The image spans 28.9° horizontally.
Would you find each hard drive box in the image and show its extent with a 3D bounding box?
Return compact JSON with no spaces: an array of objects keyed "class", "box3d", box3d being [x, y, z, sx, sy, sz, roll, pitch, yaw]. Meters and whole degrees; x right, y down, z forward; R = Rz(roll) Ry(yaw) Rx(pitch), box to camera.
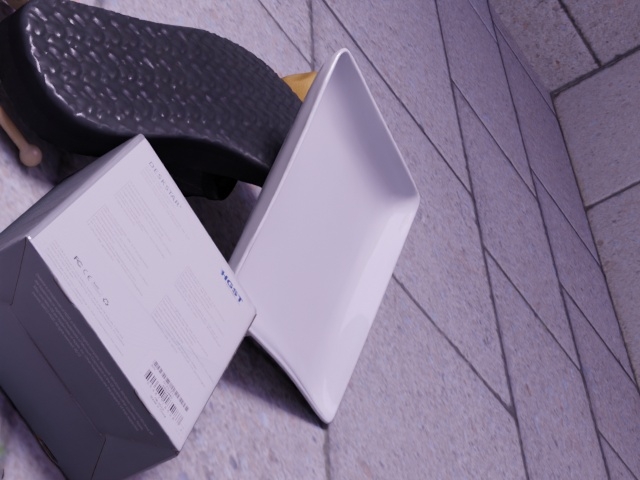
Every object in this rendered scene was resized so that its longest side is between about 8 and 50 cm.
[{"class":"hard drive box","box3d":[-0.152,0.046,0.921,0.181,0.089,0.232,58,21,-12]}]

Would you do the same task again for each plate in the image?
[{"class":"plate","box3d":[0.000,0.000,1.199,0.277,0.045,0.278,-66,150,-22]}]

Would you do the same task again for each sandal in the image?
[{"class":"sandal","box3d":[-0.141,-0.117,1.156,0.445,0.107,0.168,12,54,-55]}]

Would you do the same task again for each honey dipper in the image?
[{"class":"honey dipper","box3d":[-0.266,-0.122,0.954,0.161,0.030,0.030,58,20,-23]}]

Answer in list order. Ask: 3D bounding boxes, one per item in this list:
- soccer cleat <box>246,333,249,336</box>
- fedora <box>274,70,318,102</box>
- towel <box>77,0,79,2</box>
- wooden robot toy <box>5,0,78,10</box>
[{"class":"soccer cleat","box3d":[-0.074,0.071,1.168,0.083,0.029,0.036,40,25,-55]},{"class":"fedora","box3d":[-0.019,-0.146,1.503,0.194,0.079,0.194,50,23,-30]},{"class":"towel","box3d":[-0.286,-0.288,1.110,0.197,0.029,0.144,38,30,-48]},{"class":"wooden robot toy","box3d":[-0.238,-0.227,1.038,0.173,0.079,0.076,40,69,-46]}]
